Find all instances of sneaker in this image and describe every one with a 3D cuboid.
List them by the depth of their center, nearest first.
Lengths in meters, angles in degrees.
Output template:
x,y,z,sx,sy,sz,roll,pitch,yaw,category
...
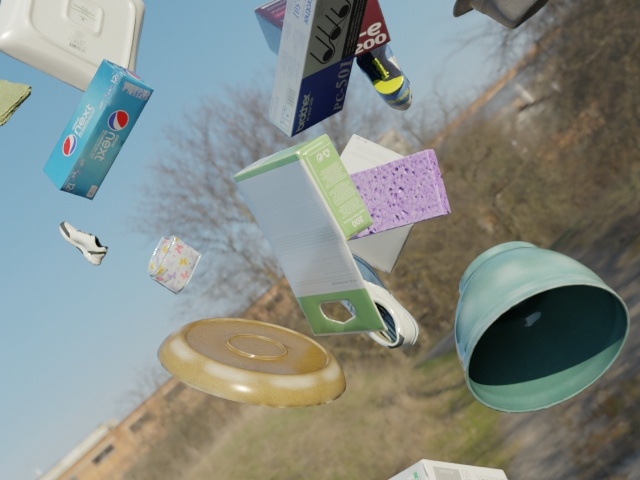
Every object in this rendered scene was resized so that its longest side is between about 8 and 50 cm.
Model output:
x,y,z,sx,sy,sz,roll,pitch,yaw,category
0.092,-0.236,1.435,0.053,0.059,0.144,-31,42,14,sneaker
0.080,0.104,1.903,0.094,0.258,0.091,-54,-19,13,sneaker
-0.450,-0.002,1.923,0.044,0.109,0.040,-49,-1,14,sneaker

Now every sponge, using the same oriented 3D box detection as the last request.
x,y,z,sx,sy,sz,roll,pitch,yaw,category
0.120,-0.078,1.779,0.210,0.117,0.031,-16,-3,34,sponge

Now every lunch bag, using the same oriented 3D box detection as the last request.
x,y,z,sx,sy,sz,roll,pitch,yaw,category
-0.262,0.043,1.772,0.053,0.071,0.083,-6,55,50,lunch bag

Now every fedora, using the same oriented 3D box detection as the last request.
x,y,z,sx,sy,sz,roll,pitch,yaw,category
0.400,-0.520,2.008,0.275,0.124,0.244,-49,-9,-1,fedora

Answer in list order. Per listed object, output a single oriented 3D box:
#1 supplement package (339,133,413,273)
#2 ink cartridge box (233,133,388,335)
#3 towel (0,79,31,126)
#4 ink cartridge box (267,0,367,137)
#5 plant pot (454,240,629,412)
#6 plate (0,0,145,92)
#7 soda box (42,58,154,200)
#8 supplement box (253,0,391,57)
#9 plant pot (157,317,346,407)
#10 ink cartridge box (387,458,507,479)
x,y,z,sx,sy,sz,roll,pitch,yaw,category
0.104,-0.076,2.059,0.203,0.194,0.149,-61,-6,-49,supplement package
0.000,0.000,1.228,0.056,0.235,0.171,-34,11,-30,ink cartridge box
-0.684,-0.289,2.114,0.027,0.110,0.148,93,-166,-45,towel
-0.002,-0.227,1.197,0.097,0.046,0.207,-33,-28,-35,ink cartridge box
0.354,0.125,1.741,0.293,0.293,0.196,-44,38,18,plant pot
-0.438,-0.400,1.822,0.045,0.277,0.278,-30,47,40,plate
-0.353,-0.175,1.596,0.067,0.071,0.210,20,-73,-48,soda box
-0.003,-0.306,1.422,0.130,0.073,0.239,-25,24,-5,supplement box
-0.081,0.142,1.237,0.236,0.236,0.032,-31,-45,-70,plant pot
0.146,0.401,1.508,0.181,0.056,0.224,16,-44,-38,ink cartridge box
